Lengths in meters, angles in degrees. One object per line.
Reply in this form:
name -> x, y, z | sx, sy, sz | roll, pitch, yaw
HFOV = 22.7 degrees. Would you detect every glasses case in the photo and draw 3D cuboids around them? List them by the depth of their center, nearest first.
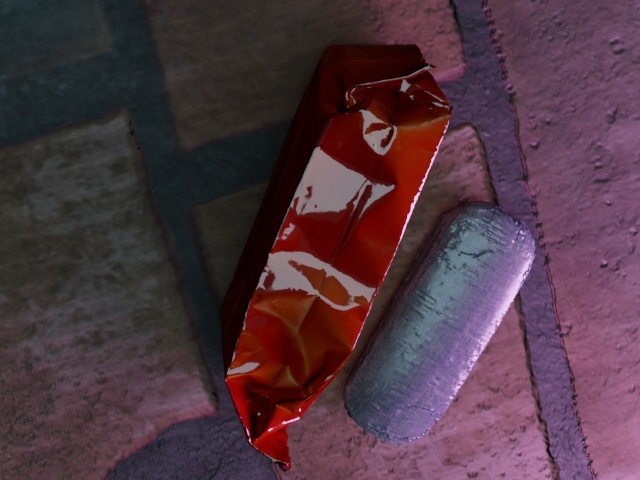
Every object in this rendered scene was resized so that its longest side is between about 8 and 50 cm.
glasses case -> 0.124, 0.088, 1.686 | 0.109, 0.067, 0.282 | 27, 104, -11

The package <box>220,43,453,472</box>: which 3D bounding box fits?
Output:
package -> 0.001, -0.001, 1.573 | 0.123, 0.196, 0.423 | 19, 105, -8
